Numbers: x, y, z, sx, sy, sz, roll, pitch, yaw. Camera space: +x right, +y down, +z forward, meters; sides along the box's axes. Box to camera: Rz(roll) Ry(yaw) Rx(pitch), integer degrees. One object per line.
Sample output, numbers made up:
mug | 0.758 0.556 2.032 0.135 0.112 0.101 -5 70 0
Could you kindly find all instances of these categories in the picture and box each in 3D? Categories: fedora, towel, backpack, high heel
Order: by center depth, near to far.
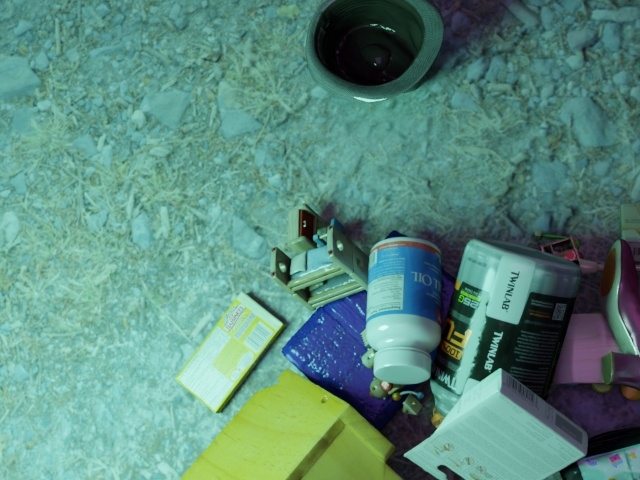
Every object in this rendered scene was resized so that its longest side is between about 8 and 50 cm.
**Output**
backpack | 0.484 0.365 1.555 0.188 0.166 0.144 -27 75 11
high heel | 0.511 0.119 1.576 0.117 0.082 0.244 7 67 -6
towel | 0.112 0.161 1.750 0.227 0.076 0.308 43 89 12
fedora | 0.108 -0.347 1.835 0.275 0.124 0.244 22 81 26

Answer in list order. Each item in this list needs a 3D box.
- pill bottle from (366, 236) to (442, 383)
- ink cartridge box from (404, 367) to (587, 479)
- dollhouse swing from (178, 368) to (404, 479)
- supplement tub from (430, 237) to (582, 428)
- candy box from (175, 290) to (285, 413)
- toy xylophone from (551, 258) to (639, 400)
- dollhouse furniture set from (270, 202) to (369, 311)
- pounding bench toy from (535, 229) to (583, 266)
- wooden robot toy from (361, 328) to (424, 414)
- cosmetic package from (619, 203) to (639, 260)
pill bottle | 0.137 0.116 1.621 0.124 0.124 0.221 -3 62 13
ink cartridge box | 0.269 0.314 1.538 0.181 0.056 0.224 36 130 -13
dollhouse swing | -0.019 0.467 1.656 0.347 0.305 0.315 -49 27 -13
supplement tub | 0.293 0.167 1.614 0.193 0.193 0.316 16 97 17
candy box | -0.166 0.206 1.827 0.105 0.027 0.206 37 88 21
toy xylophone | 0.524 0.153 1.638 0.322 0.081 0.236 7 79 15
dollhouse furniture set | 0.000 0.000 1.732 0.129 0.129 0.184 -21 49 26
pounding bench toy | 0.414 0.013 1.714 0.065 0.052 0.083 -19 73 9
wooden robot toy | 0.101 0.233 1.666 0.079 0.076 0.173 -45 64 32
cosmetic package | 0.534 -0.014 1.661 0.060 0.041 0.115 1 34 13
